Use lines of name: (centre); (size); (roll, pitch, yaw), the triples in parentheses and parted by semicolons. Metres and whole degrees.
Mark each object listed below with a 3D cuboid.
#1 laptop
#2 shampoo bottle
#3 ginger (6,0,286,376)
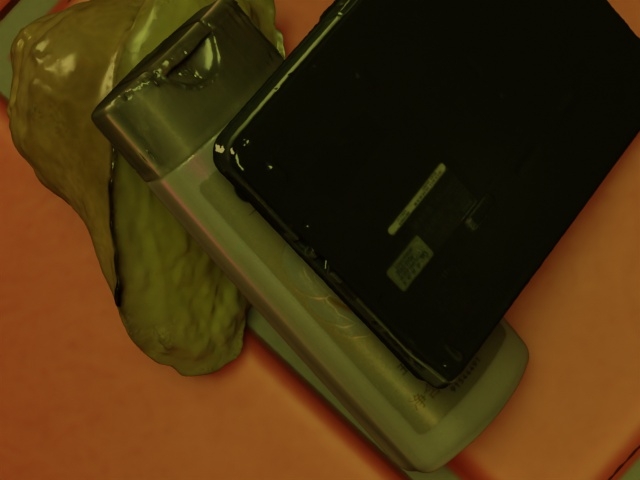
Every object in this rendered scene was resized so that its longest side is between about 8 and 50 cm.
laptop: (0.063, -0.057, 0.677); (0.154, 0.026, 0.207); (47, 64, -16)
shampoo bottle: (0.000, 0.000, 0.683); (0.086, 0.056, 0.227); (-46, 106, -23)
ginger: (-0.096, -0.029, 0.740); (0.123, 0.115, 0.193); (0, 90, 30)
